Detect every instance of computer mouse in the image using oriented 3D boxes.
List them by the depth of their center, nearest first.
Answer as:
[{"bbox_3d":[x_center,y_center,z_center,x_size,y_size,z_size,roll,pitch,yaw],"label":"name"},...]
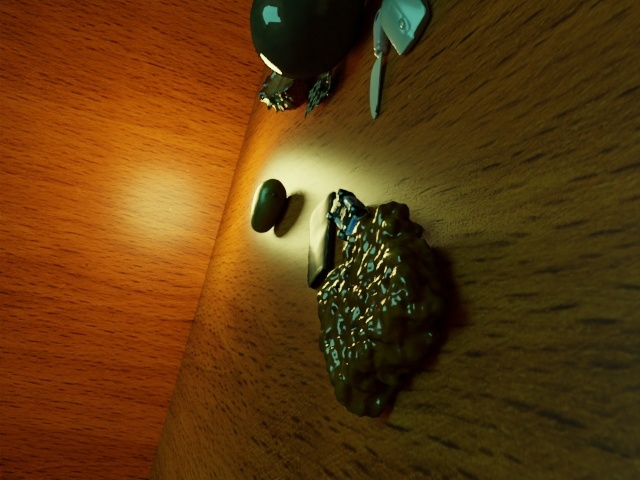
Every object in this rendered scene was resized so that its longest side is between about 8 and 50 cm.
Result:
[{"bbox_3d":[0.198,-0.553,1.297,0.230,0.079,0.127,-95,26,-42],"label":"computer mouse"}]

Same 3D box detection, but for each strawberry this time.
[{"bbox_3d":[-0.115,-0.638,2.160,0.254,0.150,0.280,-22,48,41],"label":"strawberry"}]

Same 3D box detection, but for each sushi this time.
[{"bbox_3d":[0.007,-0.518,1.872,0.201,0.031,0.139,-35,41,56],"label":"sushi"}]

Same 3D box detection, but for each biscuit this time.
[{"bbox_3d":[0.096,0.108,0.945,0.318,0.111,0.312,-96,27,-50],"label":"biscuit"}]

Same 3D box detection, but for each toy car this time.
[{"bbox_3d":[0.068,-0.059,1.228,0.170,0.071,0.080,-117,47,-62],"label":"toy car"}]

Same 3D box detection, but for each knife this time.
[{"bbox_3d":[0.147,-0.464,1.415,0.081,0.043,0.335,143,138,-69],"label":"knife"}]

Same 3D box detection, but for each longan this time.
[{"bbox_3d":[-0.039,-0.703,1.687,0.404,0.336,0.404,-46,18,20],"label":"longan"}]

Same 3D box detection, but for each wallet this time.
[{"bbox_3d":[0.000,0.000,1.433,0.137,0.031,0.255,131,151,-51],"label":"wallet"}]

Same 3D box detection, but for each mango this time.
[{"bbox_3d":[-0.204,-0.122,1.990,0.251,0.114,0.156,-56,32,38],"label":"mango"}]
